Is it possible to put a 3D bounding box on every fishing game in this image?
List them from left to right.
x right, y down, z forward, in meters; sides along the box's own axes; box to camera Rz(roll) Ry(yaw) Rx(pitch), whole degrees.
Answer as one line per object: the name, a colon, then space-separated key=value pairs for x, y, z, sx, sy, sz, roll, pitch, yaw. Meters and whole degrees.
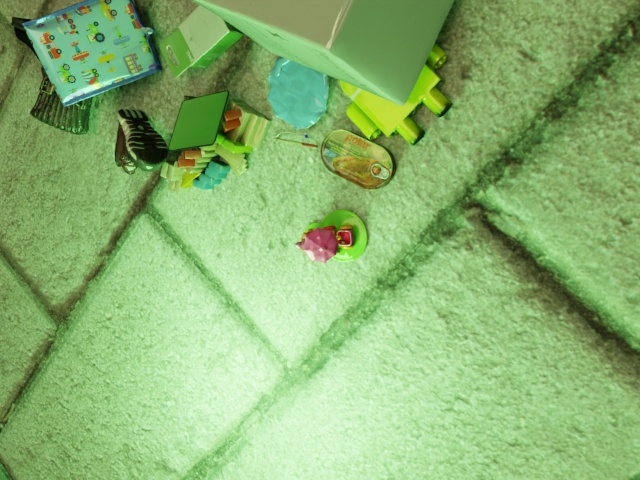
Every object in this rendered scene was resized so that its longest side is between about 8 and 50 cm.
fishing game: x=-0.052 y=-0.360 z=1.388 sx=0.189 sy=0.041 sz=0.264 roll=15 pitch=110 yaw=33

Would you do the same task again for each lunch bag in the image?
lunch bag: x=-0.581 y=-0.516 z=1.533 sx=0.293 sy=0.138 sz=0.221 roll=-18 pitch=113 yaw=3

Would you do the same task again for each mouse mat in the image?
mouse mat: x=-0.309 y=-0.300 z=1.461 sx=0.189 sy=0.007 sz=0.153 roll=0 pitch=71 yaw=40

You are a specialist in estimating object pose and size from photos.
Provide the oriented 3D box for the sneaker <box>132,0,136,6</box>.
sneaker: x=-0.613 y=-0.695 z=1.589 sx=0.120 sy=0.112 sz=0.299 roll=-32 pitch=84 yaw=28

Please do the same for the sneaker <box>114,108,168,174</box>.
sneaker: x=-0.501 y=-0.230 z=1.595 sx=0.281 sy=0.106 sz=0.163 roll=58 pitch=135 yaw=42

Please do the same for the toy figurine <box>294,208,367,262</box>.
toy figurine: x=0.000 y=0.000 z=1.352 sx=0.173 sy=0.159 sz=0.130 roll=0 pitch=99 yaw=29

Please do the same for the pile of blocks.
pile of blocks: x=-0.286 y=-0.214 z=1.495 sx=0.362 sy=0.112 sz=0.149 roll=-37 pitch=81 yaw=28

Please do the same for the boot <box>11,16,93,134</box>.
boot: x=-0.803 y=-0.490 z=1.714 sx=0.347 sy=0.131 sz=0.260 roll=32 pitch=112 yaw=19

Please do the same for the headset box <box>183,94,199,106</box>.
headset box: x=-0.323 y=-0.349 z=1.538 sx=0.083 sy=0.032 sz=0.062 roll=16 pitch=106 yaw=27

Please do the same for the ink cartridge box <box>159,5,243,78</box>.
ink cartridge box: x=-0.308 y=-0.515 z=1.484 sx=0.209 sy=0.062 sz=0.109 roll=-30 pitch=84 yaw=29

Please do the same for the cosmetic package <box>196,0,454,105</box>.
cosmetic package: x=0.013 y=-0.514 z=1.112 sx=0.393 sy=0.329 sz=0.328 roll=31 pitch=101 yaw=29

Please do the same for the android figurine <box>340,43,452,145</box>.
android figurine: x=0.153 y=-0.346 z=1.270 sx=0.273 sy=0.056 sz=0.248 roll=48 pitch=117 yaw=13

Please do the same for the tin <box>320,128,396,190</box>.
tin: x=0.087 y=-0.189 z=1.344 sx=0.189 sy=0.040 sz=0.106 roll=30 pitch=115 yaw=21
